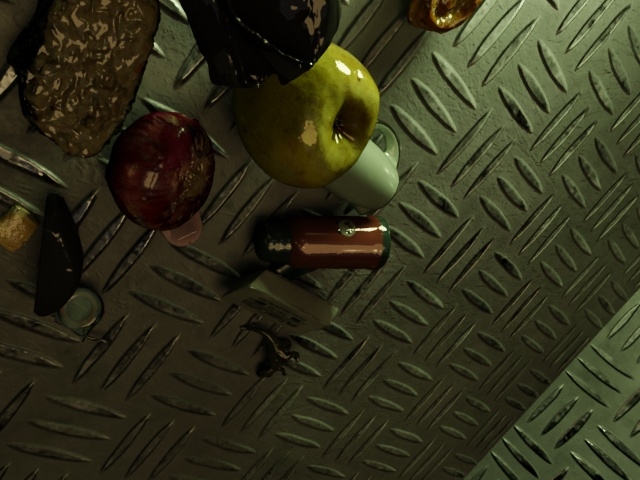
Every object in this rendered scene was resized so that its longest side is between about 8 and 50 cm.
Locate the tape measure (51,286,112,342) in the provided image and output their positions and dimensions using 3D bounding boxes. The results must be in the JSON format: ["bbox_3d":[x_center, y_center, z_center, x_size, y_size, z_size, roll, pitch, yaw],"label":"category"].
[{"bbox_3d":[-0.537,0.174,1.356,0.107,0.104,0.180,-59,169,-16],"label":"tape measure"}]

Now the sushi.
[{"bbox_3d":[-0.407,-0.327,1.016,0.211,0.171,0.350,15,112,-39],"label":"sushi"}]

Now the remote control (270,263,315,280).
[{"bbox_3d":[-0.033,0.054,1.577,0.222,0.042,0.072,-26,131,-15],"label":"remote control"}]

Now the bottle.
[{"bbox_3d":[0.000,0.000,1.483,0.336,0.144,0.144,2,119,-17],"label":"bottle"}]

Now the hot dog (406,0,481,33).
[{"bbox_3d":[0.294,-0.594,1.305,0.175,0.114,0.259,1,120,-33],"label":"hot dog"}]

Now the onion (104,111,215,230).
[{"bbox_3d":[-0.319,-0.141,1.178,0.246,0.190,0.246,-46,154,-31],"label":"onion"}]

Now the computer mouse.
[{"bbox_3d":[-0.531,0.037,1.200,0.086,0.137,0.270,5,118,-25],"label":"computer mouse"}]

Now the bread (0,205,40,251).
[{"bbox_3d":[-0.616,-0.025,1.177,0.083,0.035,0.070,-45,133,-7],"label":"bread"}]

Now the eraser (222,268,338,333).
[{"bbox_3d":[-0.097,0.169,1.559,0.111,0.077,0.352,-25,141,32],"label":"eraser"}]

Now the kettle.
[{"bbox_3d":[0.096,-0.196,1.419,0.236,0.161,0.221,30,91,-43],"label":"kettle"}]

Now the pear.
[{"bbox_3d":[-0.043,-0.270,1.201,0.303,0.304,0.304,-16,126,-22],"label":"pear"}]

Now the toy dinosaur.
[{"bbox_3d":[-0.157,0.334,1.656,0.178,0.087,0.187,6,115,-35],"label":"toy dinosaur"}]

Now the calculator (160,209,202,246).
[{"bbox_3d":[-0.326,-0.057,1.339,0.103,0.024,0.166,-26,128,-14],"label":"calculator"}]

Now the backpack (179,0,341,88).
[{"bbox_3d":[-0.127,-0.474,0.945,0.255,0.363,0.446,-48,125,-47],"label":"backpack"}]
